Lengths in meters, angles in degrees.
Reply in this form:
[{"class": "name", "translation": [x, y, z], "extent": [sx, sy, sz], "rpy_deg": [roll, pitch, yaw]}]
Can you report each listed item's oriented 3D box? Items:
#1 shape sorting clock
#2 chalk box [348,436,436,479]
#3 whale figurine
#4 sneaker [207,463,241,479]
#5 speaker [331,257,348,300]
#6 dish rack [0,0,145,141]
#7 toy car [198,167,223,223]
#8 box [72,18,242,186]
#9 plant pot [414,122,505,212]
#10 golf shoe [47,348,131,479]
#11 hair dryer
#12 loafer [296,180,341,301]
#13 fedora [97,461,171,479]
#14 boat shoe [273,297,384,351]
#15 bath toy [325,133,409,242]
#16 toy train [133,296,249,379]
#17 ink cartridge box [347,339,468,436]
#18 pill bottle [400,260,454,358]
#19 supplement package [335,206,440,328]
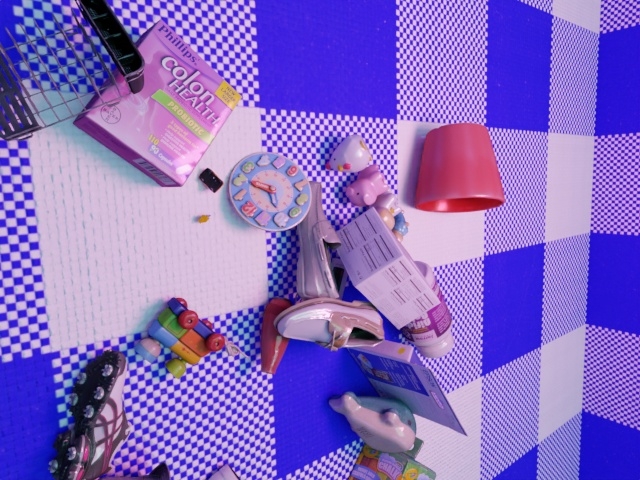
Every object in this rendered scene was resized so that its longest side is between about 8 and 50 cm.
[{"class": "shape sorting clock", "translation": [-0.119, -0.121, 1.119], "extent": [0.206, 0.040, 0.206], "rpy_deg": [4, 76, -17]}, {"class": "chalk box", "translation": [0.225, 0.745, 1.442], "extent": [0.179, 0.180, 0.289], "rpy_deg": [40, 69, -35]}, {"class": "whale figurine", "translation": [0.162, 0.514, 1.368], "extent": [0.272, 0.216, 0.141], "rpy_deg": [36, 50, -9]}, {"class": "sneaker", "translation": [-0.187, 0.697, 1.102], "extent": [0.123, 0.106, 0.290], "rpy_deg": [-35, 76, -22]}, {"class": "speaker", "translation": [0.046, 0.119, 1.310], "extent": [0.055, 0.055, 0.136], "rpy_deg": [19, 83, -38]}, {"class": "dish rack", "translation": [-0.454, -0.292, 0.772], "extent": [0.272, 0.074, 0.208], "rpy_deg": [-30, 74, -18]}, {"class": "toy car", "translation": [-0.264, -0.103, 1.062], "extent": [0.122, 0.060, 0.040], "rpy_deg": [-63, 173, 5]}, {"class": "box", "translation": [-0.322, -0.266, 0.934], "extent": [0.213, 0.117, 0.243], "rpy_deg": [40, 70, -34]}, {"class": "plant pot", "translation": [0.438, -0.228, 1.472], "extent": [0.275, 0.275, 0.243], "rpy_deg": [5, 82, -39]}, {"class": "golf shoe", "translation": [-0.441, 0.351, 0.931], "extent": [0.120, 0.105, 0.272], "rpy_deg": [24, 86, -53]}, {"class": "hair dryer", "translation": [-0.046, 0.232, 1.186], "extent": [0.293, 0.080, 0.223], "rpy_deg": [-37, 86, -26]}, {"class": "loafer", "translation": [0.000, 0.000, 1.187], "extent": [0.112, 0.112, 0.319], "rpy_deg": [38, 50, -75]}, {"class": "fedora", "translation": [-0.400, 0.545, 0.891], "extent": [0.124, 0.275, 0.243], "rpy_deg": [26, 59, -14]}, {"class": "boat shoe", "translation": [0.035, 0.212, 1.131], "extent": [0.302, 0.103, 0.113], "rpy_deg": [1, 136, -32]}, {"class": "bath toy", "translation": [0.133, -0.135, 1.316], "extent": [0.129, 0.151, 0.348], "rpy_deg": [-26, 122, 15]}, {"class": "toy train", "translation": [-0.284, 0.254, 1.037], "extent": [0.143, 0.105, 0.248], "rpy_deg": [-47, 121, -13]}, {"class": "ink cartridge box", "translation": [0.259, 0.413, 1.349], "extent": [0.072, 0.307, 0.303], "rpy_deg": [-49, 122, -31]}, {"class": "pill bottle", "translation": [0.320, 0.228, 1.467], "extent": [0.169, 0.169, 0.301], "rpy_deg": [-42, 118, -28]}, {"class": "supplement package", "translation": [0.177, 0.078, 1.252], "extent": [0.145, 0.204, 0.262], "rpy_deg": [-35, 133, 10]}]
